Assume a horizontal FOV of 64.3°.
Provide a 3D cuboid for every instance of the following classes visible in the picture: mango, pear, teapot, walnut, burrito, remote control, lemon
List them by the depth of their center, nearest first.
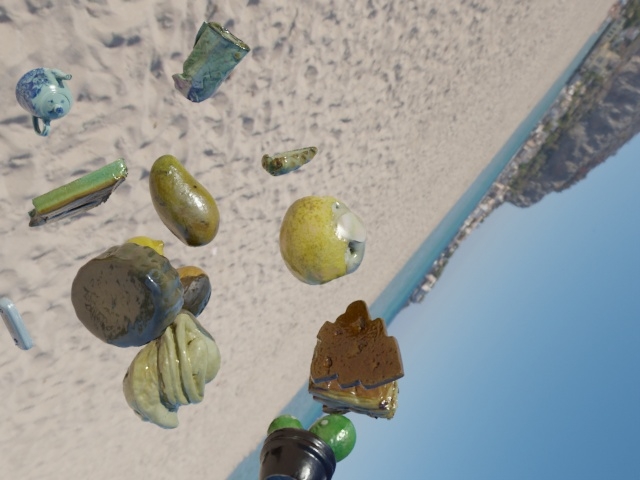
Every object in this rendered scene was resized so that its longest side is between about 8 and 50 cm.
[{"bbox_3d":[-0.317,-0.493,1.445,0.229,0.143,0.089,-48,-149,25],"label":"burrito"},{"bbox_3d":[0.000,0.000,1.481,0.271,0.271,0.271,-50,168,-15],"label":"pear"},{"bbox_3d":[-0.846,-0.436,1.588,0.232,0.159,0.159,-58,167,18],"label":"teapot"},{"bbox_3d":[-0.473,-0.128,1.748,0.175,0.330,0.177,-14,-148,35],"label":"mango"},{"bbox_3d":[-0.492,0.193,1.833,0.222,0.195,0.195,-60,172,-24],"label":"walnut"},{"bbox_3d":[-1.192,0.330,1.985,0.047,0.087,0.245,-48,139,-50],"label":"remote control"},{"bbox_3d":[-0.752,0.079,2.110,0.244,0.187,0.187,-33,167,-2],"label":"lemon"}]

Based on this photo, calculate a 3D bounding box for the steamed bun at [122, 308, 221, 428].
[{"bbox_3d":[-0.462,0.426,1.654,0.373,0.230,0.325,-62,168,-14],"label":"steamed bun"}]

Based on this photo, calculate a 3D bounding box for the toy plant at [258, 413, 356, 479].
[{"bbox_3d":[-0.037,0.492,1.181,0.235,0.217,0.176,-58,149,-60],"label":"toy plant"}]

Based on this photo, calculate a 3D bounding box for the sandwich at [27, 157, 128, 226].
[{"bbox_3d":[-0.649,-0.117,1.346,0.245,0.063,0.212,-29,-176,37],"label":"sandwich"}]

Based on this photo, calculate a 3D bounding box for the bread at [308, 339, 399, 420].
[{"bbox_3d":[0.120,0.508,1.853,0.278,0.324,0.167,-77,176,-49],"label":"bread"}]

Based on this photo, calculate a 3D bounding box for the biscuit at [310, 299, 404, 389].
[{"bbox_3d":[0.109,0.319,1.435,0.278,0.301,0.043,-51,138,-14],"label":"biscuit"}]

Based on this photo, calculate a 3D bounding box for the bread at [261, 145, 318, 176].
[{"bbox_3d":[-0.117,-0.294,1.873,0.232,0.128,0.088,-30,120,-48],"label":"bread"}]

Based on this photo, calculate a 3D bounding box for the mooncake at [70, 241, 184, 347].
[{"bbox_3d":[-0.530,0.147,1.431,0.290,0.290,0.161,-59,-178,24],"label":"mooncake"}]
